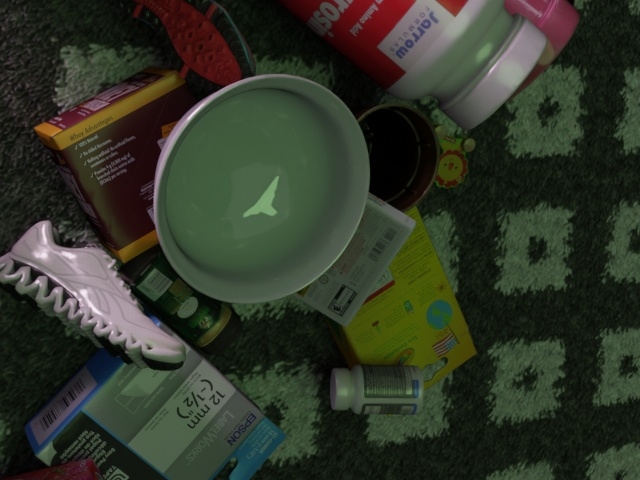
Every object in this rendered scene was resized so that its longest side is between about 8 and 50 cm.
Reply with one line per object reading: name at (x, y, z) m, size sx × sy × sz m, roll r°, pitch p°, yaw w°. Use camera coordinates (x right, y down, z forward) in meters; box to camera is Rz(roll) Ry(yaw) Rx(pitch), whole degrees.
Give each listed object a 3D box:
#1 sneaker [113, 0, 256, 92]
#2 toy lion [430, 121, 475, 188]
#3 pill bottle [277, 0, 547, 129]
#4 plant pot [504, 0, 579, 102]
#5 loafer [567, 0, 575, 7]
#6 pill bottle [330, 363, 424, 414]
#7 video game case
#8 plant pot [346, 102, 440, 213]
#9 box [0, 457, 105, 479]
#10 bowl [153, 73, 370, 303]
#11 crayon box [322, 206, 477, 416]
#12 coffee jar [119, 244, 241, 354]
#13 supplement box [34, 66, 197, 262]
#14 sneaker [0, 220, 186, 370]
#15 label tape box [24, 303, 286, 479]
sneaker at (-0.162, -0.299, 1.251) m, size 0.104 × 0.262 × 0.125 m, roll -50°, pitch 164°, yaw 28°
toy lion at (0.207, -0.137, 1.570) m, size 0.100 × 0.034 × 0.096 m, roll 20°, pitch 99°, yaw -28°
pill bottle at (0.103, -0.344, 1.300) m, size 0.408 × 0.229 × 0.229 m, roll 38°, pitch 83°, yaw -8°
plant pot at (0.270, -0.341, 1.475) m, size 0.180 × 0.201 × 0.201 m, roll 41°, pitch 82°, yaw -12°
loafer at (0.400, -0.456, 1.562) m, size 0.094 × 0.087 × 0.251 m, roll -8°, pitch 105°, yaw -25°
pill bottle at (0.087, 0.233, 1.472) m, size 0.137 × 0.078 × 0.078 m, roll 2°, pitch 100°, yaw -7°
video game case at (0.000, 0.000, 1.374) m, size 0.206 × 0.026 × 0.227 m, roll 31°, pitch 130°, yaw 1°
plant pot at (0.064, -0.133, 1.419) m, size 0.167 × 0.165 × 0.166 m, roll -8°, pitch 107°, yaw -26°
box at (-0.406, 0.401, 1.262) m, size 0.257 × 0.122 × 0.128 m, roll -15°, pitch 120°, yaw 8°
bowl at (-0.095, -0.078, 1.219) m, size 0.298 × 0.134 × 0.297 m, roll -12°, pitch 115°, yaw -27°
crayon box at (0.110, 0.104, 1.542) m, size 0.202 × 0.081 × 0.318 m, roll -32°, pitch 112°, yaw -17°
coffee jar at (-0.201, 0.087, 1.377) m, size 0.079 × 0.096 × 0.184 m, roll -49°, pitch 117°, yaw -7°
supplement box at (-0.250, -0.109, 1.292) m, size 0.191 × 0.129 × 0.194 m, roll -32°, pitch 113°, yaw -17°
sneaker at (-0.298, 0.074, 1.267) m, size 0.292 × 0.110 × 0.118 m, roll 30°, pitch 70°, yaw 7°
label tape box at (-0.220, 0.302, 1.405) m, size 0.249 × 0.115 × 0.347 m, roll -48°, pitch 115°, yaw -10°
